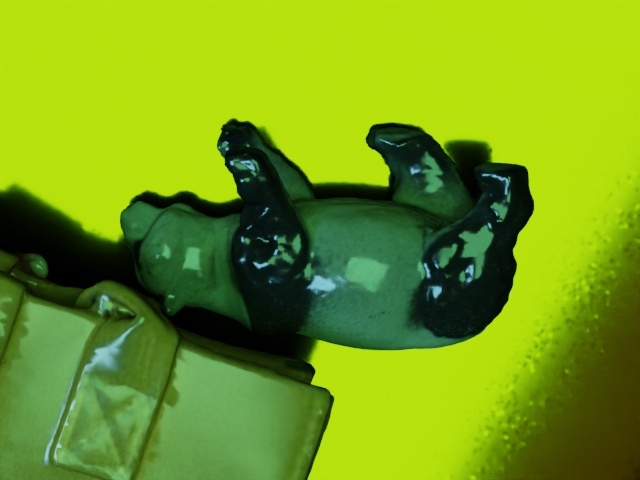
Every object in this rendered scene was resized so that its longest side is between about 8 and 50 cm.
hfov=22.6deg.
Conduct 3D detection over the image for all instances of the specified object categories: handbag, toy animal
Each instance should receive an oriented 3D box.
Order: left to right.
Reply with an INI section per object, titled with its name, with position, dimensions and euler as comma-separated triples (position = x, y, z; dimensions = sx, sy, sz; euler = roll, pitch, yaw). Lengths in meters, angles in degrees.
[handbag]
position = -0.218, 0.122, 0.862
dimensions = 0.401, 0.133, 0.283
euler = 19, 105, -8
[toy animal]
position = 0.000, 0.000, 0.897
dimensions = 0.225, 0.094, 0.121
euler = 3, 107, -3
